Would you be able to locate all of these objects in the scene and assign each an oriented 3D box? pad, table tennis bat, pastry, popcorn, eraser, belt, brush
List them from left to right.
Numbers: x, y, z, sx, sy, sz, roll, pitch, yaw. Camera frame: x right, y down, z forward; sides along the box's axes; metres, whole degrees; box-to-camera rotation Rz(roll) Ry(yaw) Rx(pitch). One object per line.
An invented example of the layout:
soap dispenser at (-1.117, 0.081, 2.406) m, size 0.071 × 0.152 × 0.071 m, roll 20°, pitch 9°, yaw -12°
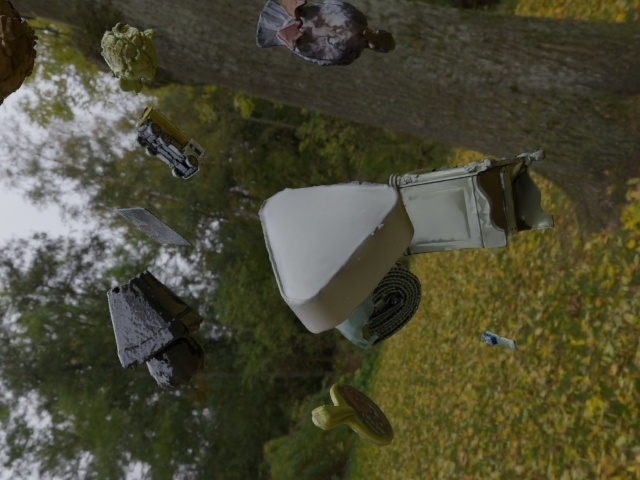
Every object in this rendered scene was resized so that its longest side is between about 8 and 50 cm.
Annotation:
pastry at (-0.739, -0.374, 1.242) m, size 0.311 × 0.255 × 0.162 m, roll -47°, pitch -5°, yaw -5°
popcorn at (-0.455, -0.440, 1.424) m, size 0.162 × 0.141 × 0.135 m, roll -54°, pitch 11°, yaw 10°
pad at (-0.467, -0.038, 1.652) m, size 0.245 × 0.170 × 0.006 m, roll 3°, pitch 56°, yaw 53°
eraser at (0.000, 0.000, 1.313) m, size 0.150 × 0.331 × 0.332 m, roll 58°, pitch -142°, yaw -48°
table tennis bat at (0.087, 0.478, 1.659) m, size 0.054 × 0.224 × 0.368 m, roll -50°, pitch -31°, yaw 12°
belt at (0.131, 0.153, 1.579) m, size 0.150 × 0.257 × 0.207 m, roll 37°, pitch 152°, yaw 60°
brush at (0.502, 0.284, 1.693) m, size 0.178 × 0.029 × 0.033 m, roll 178°, pitch 81°, yaw -82°

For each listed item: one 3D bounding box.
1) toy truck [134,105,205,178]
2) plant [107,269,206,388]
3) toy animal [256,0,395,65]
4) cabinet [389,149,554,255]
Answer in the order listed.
toy truck at (-0.455, -0.299, 1.811) m, size 0.098 × 0.227 × 0.114 m, roll -27°, pitch 33°, yaw 38°
plant at (-0.341, 0.192, 1.255) m, size 0.164 × 0.256 × 0.142 m, roll -33°, pitch 6°, yaw 8°
toy animal at (-0.001, -0.388, 1.109) m, size 0.298 × 0.185 × 0.122 m, roll 20°, pitch 108°, yaw 48°
cabinet at (0.406, -0.105, 1.604) m, size 0.317 × 0.289 × 0.228 m, roll -7°, pitch 94°, yaw 47°
